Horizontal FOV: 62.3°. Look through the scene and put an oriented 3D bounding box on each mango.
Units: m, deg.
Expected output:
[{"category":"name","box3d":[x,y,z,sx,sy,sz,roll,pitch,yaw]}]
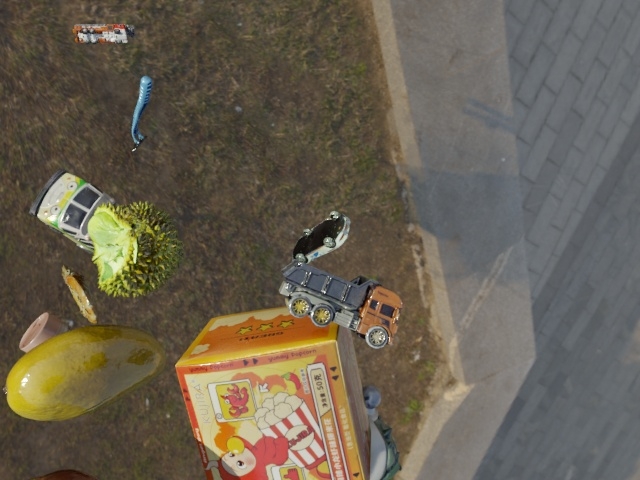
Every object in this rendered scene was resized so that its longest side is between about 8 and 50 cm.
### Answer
[{"category":"mango","box3d":[-0.491,0.271,1.135,0.331,0.142,0.195,-18,129,-38]}]

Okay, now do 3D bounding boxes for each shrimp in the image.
[{"category":"shrimp","box3d":[-0.562,0.121,1.248,0.043,0.184,0.092,-27,145,-30]}]

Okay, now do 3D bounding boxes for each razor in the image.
[{"category":"razor","box3d":[-0.530,-0.376,1.565,0.042,0.082,0.253,26,136,-7]}]

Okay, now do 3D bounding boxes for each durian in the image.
[{"category":"durian","box3d":[-0.395,0.017,1.143,0.176,0.236,0.200,-3,112,-35]}]

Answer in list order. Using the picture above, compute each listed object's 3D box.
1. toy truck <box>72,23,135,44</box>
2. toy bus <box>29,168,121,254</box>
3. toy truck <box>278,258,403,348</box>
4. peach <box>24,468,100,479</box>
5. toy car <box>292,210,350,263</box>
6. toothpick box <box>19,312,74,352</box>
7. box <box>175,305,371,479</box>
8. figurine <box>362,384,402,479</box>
[{"category":"toy truck","box3d":[-0.314,-0.303,0.772,0.083,0.032,0.024,-4,141,-12]},{"category":"toy bus","box3d":[-0.590,-0.043,1.407,0.143,0.178,0.305,-62,161,-16]},{"category":"toy truck","box3d":[0.028,0.088,0.794,0.191,0.083,0.092,23,87,-7]},{"category":"peach","box3d":[-0.368,0.434,0.689,0.252,0.252,0.253,-13,116,-28]},{"category":"toy car","box3d":[0.000,0.000,1.343,0.056,0.204,0.096,31,51,-24]},{"category":"toothpick box","box3d":[-0.615,0.251,1.257,0.098,0.098,0.149,-49,121,-6]},{"category":"box","box3d":[-0.064,0.275,0.889,0.259,0.214,0.284,-10,103,10]},{"category":"figurine","box3d":[0.022,0.396,1.185,0.186,0.382,0.261,-25,156,-41]}]
